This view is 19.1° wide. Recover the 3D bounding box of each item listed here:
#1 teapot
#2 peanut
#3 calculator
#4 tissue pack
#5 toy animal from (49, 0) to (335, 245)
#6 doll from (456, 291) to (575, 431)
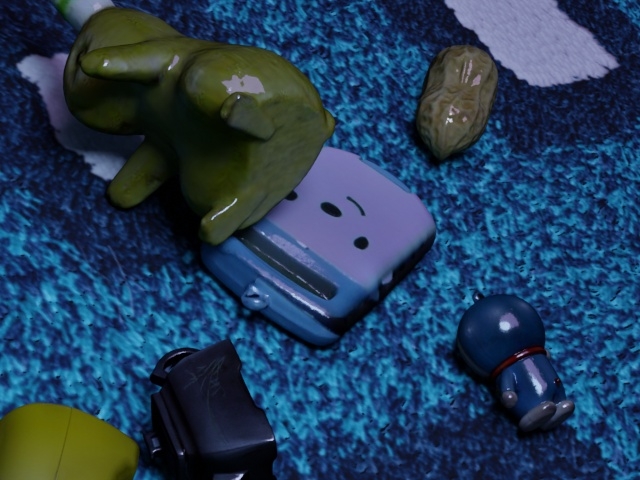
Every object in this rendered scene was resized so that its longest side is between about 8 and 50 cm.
[{"bbox_3d":[-0.101,0.161,1.606,0.096,0.087,0.177,-15,50,-14],"label":"teapot"},{"bbox_3d":[0.155,-0.159,2.141,0.083,0.093,0.194,36,32,-12],"label":"peanut"},{"bbox_3d":[0.000,0.000,1.883,0.173,0.051,0.293,36,38,10],"label":"calculator"},{"bbox_3d":[-0.215,0.210,1.431,0.127,0.123,0.178,23,37,-13],"label":"tissue pack"},{"bbox_3d":[-0.171,-0.142,1.832,0.363,0.181,0.180,23,44,26],"label":"toy animal"},{"bbox_3d":[0.185,0.113,1.842,0.114,0.085,0.152,1,53,-52],"label":"doll"}]
